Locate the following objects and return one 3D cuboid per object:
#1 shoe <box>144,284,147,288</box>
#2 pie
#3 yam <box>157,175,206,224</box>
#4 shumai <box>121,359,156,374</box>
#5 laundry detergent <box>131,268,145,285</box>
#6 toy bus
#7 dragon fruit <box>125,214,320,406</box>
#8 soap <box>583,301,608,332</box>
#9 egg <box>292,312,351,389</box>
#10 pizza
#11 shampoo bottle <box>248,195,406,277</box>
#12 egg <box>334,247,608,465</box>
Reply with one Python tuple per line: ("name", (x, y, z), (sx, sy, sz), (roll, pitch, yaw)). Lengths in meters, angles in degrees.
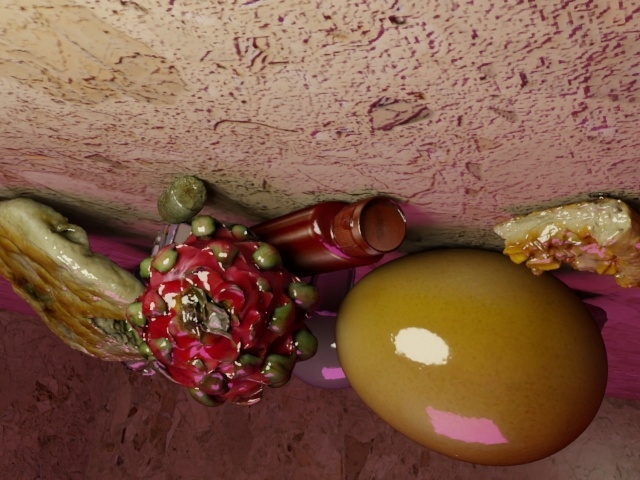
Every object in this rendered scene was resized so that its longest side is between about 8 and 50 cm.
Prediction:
("shoe", (-0.214, 0.084, 1.293), (0.317, 0.159, 0.124), (-19, -158, -15))
("pie", (-0.364, 0.064, 1.086), (0.338, 0.075, 0.337), (24, 147, 17))
("yam", (-0.153, -0.042, 0.832), (0.043, 0.043, 0.094), (15, 166, -23))
("shumai", (-0.330, 0.180, 1.587), (0.218, 0.183, 0.185), (-3, 141, -42))
("laundry detergent", (-0.283, 0.086, 1.446), (0.207, 0.061, 0.097), (5, 179, 22))
("toy bus", (-0.092, 0.041, 1.053), (0.274, 0.090, 0.112), (15, 172, -26))
("dragon fruit", (-0.098, 0.101, 0.863), (0.218, 0.198, 0.272), (-32, 125, 9))
("soap", (0.269, 0.148, 1.186), (0.220, 0.127, 0.325), (12, 168, -11))
("egg", (0.033, 0.202, 1.475), (0.232, 0.176, 0.176), (-6, 161, 30))
("pizza", (0.246, 0.005, 0.723), (0.161, 0.062, 0.182), (11, 170, 16))
("shampoo bottle", (0.000, 0.000, 0.860), (0.102, 0.064, 0.260), (24, 161, -25))
("egg", (0.175, 0.133, 0.905), (0.323, 0.250, 0.250), (14, 168, 7))
